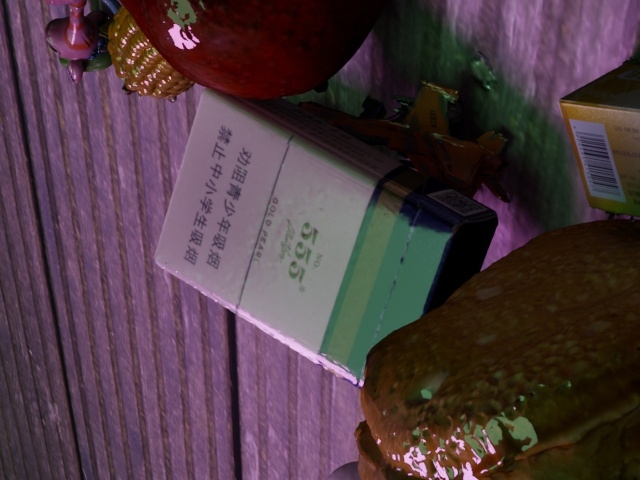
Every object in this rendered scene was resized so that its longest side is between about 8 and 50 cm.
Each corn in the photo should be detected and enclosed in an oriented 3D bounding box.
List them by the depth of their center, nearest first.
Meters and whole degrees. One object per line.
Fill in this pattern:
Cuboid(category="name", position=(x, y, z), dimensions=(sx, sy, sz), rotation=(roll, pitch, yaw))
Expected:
Cuboid(category="corn", position=(-0.120, -0.218, 1.688), dimensions=(0.106, 0.106, 0.305), rotation=(58, 155, 7))

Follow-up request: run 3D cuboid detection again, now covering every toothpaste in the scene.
Cuboid(category="toothpaste", position=(0.263, -0.049, 1.109), dimensions=(0.313, 0.071, 0.089), rotation=(16, 129, 60))

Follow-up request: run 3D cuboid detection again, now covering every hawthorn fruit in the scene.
Cuboid(category="hawthorn fruit", position=(-0.050, -0.200, 1.437), dimensions=(0.230, 0.210, 0.266), rotation=(40, 161, 36))

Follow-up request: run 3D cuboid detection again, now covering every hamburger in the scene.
Cuboid(category="hamburger", position=(0.161, 0.101, 1.213), dimensions=(0.314, 0.289, 0.170), rotation=(19, 129, 65))

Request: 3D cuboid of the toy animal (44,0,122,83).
Cuboid(category="toy animal", position=(-0.247, -0.258, 1.955), dimensions=(0.103, 0.100, 0.208), rotation=(9, 134, 12))

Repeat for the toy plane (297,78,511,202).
Cuboid(category="toy plane", position=(0.068, -0.086, 1.477), dimensions=(0.188, 0.062, 0.135), rotation=(29, 147, 31))

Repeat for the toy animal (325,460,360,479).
Cuboid(category="toy animal", position=(0.080, 0.310, 1.847), dimensions=(0.178, 0.127, 0.193), rotation=(-6, 110, 64))

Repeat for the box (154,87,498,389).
Cuboid(category="box", position=(0.000, 0.000, 1.465), dimensions=(0.259, 0.071, 0.168), rotation=(30, 114, 27))
